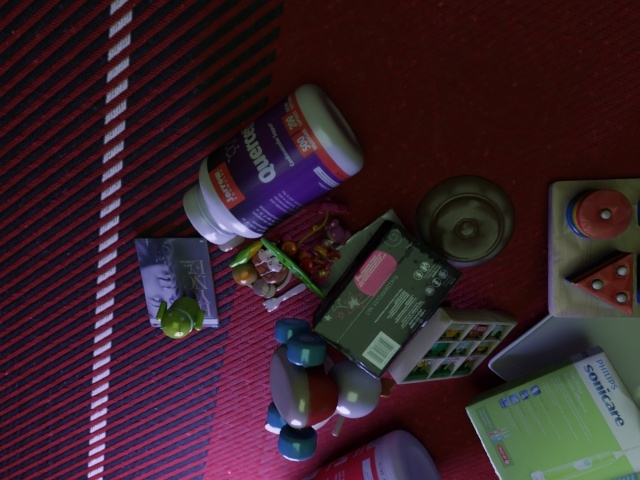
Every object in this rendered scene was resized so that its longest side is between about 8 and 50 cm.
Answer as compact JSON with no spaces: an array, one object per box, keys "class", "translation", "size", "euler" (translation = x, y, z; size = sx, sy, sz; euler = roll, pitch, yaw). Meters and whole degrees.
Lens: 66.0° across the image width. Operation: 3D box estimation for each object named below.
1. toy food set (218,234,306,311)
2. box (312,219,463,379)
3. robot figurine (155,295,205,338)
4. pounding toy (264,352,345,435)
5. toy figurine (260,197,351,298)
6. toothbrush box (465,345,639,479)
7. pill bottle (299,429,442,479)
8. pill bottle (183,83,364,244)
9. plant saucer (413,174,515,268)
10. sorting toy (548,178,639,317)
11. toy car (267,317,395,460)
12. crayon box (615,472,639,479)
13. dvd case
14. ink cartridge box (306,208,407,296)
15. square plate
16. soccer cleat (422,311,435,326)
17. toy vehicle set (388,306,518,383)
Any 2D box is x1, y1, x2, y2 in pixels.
[{"class":"toy food set","translation":[-0.125,0.063,1.061],"size":[0.132,0.038,0.192],"euler":[-32,104,17]},{"class":"box","translation":[0.120,0.105,0.943],"size":[0.163,0.142,0.247],"euler":[37,95,-3]},{"class":"robot figurine","translation":[-0.300,0.165,1.062],"size":[0.101,0.115,0.067],"euler":[15,113,2]},{"class":"pounding toy","translation":[-0.027,0.348,1.096],"size":[0.154,0.155,0.269],"euler":[41,108,-11]},{"class":"toy figurine","translation":[0.000,0.000,0.954],"size":[0.159,0.130,0.173],"euler":[-47,108,-9]},{"class":"toothbrush box","translation":[0.464,0.360,0.959],"size":[0.283,0.122,0.206],"euler":[-31,73,20]},{"class":"pill bottle","translation":[0.073,0.633,1.153],"size":[0.407,0.229,0.229],"euler":[-35,103,18]},{"class":"pill bottle","translation":[-0.093,-0.126,0.908],"size":[0.323,0.181,0.181],"euler":[-32,104,17]},{"class":"plant saucer","translation":[0.286,-0.029,0.976],"size":[0.198,0.036,0.199],"euler":[3,110,7]},{"class":"sorting toy","translation":[0.559,0.017,0.889],"size":[0.255,0.089,0.257],"euler":[-1,93,8]},{"class":"toy car","translation":[0.029,0.285,0.982],"size":[0.237,0.210,0.219],"euler":[4,96,-18]},{"class":"crayon box","translation":[0.576,0.479,1.064],"size":[0.322,0.083,0.203],"euler":[-12,118,24]},{"class":"dvd case","translation":[-0.321,0.096,1.111],"size":[0.164,0.018,0.221],"euler":[-1,111,7]},{"class":"ink cartridge box","translation":[0.102,0.065,1.039],"size":[0.224,0.056,0.181],"euler":[-37,103,-1]},{"class":"square plate","translation":[0.595,0.244,1.033],"size":[0.344,0.049,0.347],"euler":[38,111,-8]},{"class":"soccer cleat","translation":[0.231,0.177,1.066],"size":[0.083,0.029,0.036],"euler":[-18,103,9]},{"class":"toy vehicle set","translation":[0.269,0.208,0.976],"size":[0.266,0.035,0.166],"euler":[10,121,-44]}]
